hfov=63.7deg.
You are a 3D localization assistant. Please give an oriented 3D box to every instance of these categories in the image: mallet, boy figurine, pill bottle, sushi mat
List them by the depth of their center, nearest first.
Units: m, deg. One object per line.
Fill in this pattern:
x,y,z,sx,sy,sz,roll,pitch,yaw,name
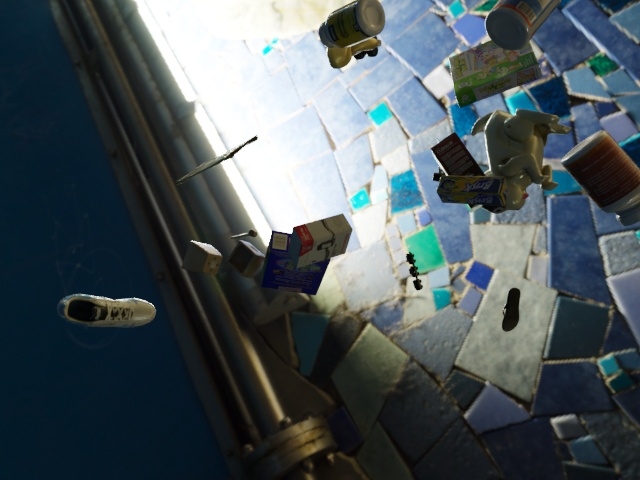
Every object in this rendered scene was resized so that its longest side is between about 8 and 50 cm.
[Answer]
0.688,-0.144,1.221,0.216,0.121,0.121,51,-168,3,pill bottle
0.525,-0.597,1.293,0.124,0.221,0.124,38,167,11,pill bottle
0.079,-0.581,1.391,0.184,0.103,0.103,2,144,52,pill bottle
0.103,-0.606,1.629,0.285,0.177,0.092,-49,-48,-56,boy figurine
-0.332,-0.251,1.633,0.151,0.317,0.019,-45,-69,-42,sushi mat
0.486,-0.306,2.136,0.189,0.062,0.039,57,-135,-53,mallet

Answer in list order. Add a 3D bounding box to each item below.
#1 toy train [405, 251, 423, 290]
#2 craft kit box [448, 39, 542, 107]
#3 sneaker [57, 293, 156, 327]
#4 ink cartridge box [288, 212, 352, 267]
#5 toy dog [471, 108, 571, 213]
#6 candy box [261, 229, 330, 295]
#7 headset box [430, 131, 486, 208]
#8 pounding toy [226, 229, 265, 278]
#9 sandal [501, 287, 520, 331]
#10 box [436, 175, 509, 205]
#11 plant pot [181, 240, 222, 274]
0.358,0.117,1.977,0.027,0.036,0.158,2,-115,-31,toy train
0.533,-0.540,1.600,0.061,0.247,0.249,51,-149,-36,craft kit box
-0.540,0.186,1.312,0.237,0.085,0.086,9,-176,-28,sneaker
0.000,0.000,1.349,0.063,0.151,0.109,60,154,31,ink cartridge box
0.750,-0.305,2.058,0.396,0.407,0.285,20,-170,27,toy dog
-0.115,0.106,2.308,0.268,0.317,0.122,10,-128,-9,candy box
0.520,-0.258,1.905,0.293,0.110,0.218,58,-167,9,headset box
-0.349,0.044,2.462,0.181,0.206,0.094,39,-171,28,pounding toy
0.752,0.272,2.037,0.067,0.179,0.040,8,-177,-16,sandal
0.392,-0.129,1.330,0.169,0.054,0.059,6,153,35,box
-0.430,0.074,1.910,0.096,0.109,0.109,20,-179,35,plant pot
